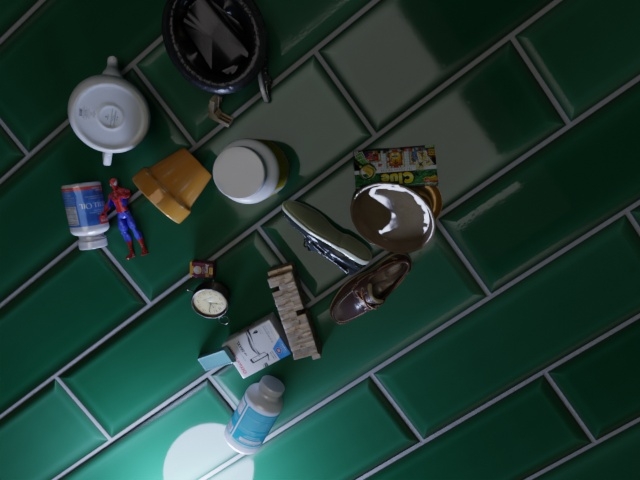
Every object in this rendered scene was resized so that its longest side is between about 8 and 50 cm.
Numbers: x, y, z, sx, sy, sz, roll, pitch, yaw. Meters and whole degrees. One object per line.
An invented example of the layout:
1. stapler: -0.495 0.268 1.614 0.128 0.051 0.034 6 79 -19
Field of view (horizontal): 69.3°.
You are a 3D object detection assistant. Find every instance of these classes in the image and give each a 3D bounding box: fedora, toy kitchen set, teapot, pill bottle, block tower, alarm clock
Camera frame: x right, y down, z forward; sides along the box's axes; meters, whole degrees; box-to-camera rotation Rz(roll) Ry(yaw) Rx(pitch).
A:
1. fedora: 0.300 -0.120 1.495 0.195 0.079 0.194 1 101 5
2. toy kitchen set: -0.312 -0.429 1.495 0.075 0.083 0.068 28 61 -1
3. teapot: -0.671 -0.404 1.476 0.256 0.187 0.252 -39 124 -5
4. pill bottle: -0.792 -0.085 1.574 0.124 0.124 0.221 -5 102 6
5. pill bottle: -0.227 0.615 1.654 0.146 0.146 0.264 29 103 -1
6. fedora: -0.307 -0.614 1.410 0.334 0.152 0.333 1 104 3
7. block tower: -0.088 0.248 1.597 0.097 0.091 0.335 -18 99 9
8. pill bottle: -0.204 -0.211 1.390 0.188 0.334 0.187 1 101 4
9. alarm clock: -0.374 0.221 1.625 0.130 0.064 0.192 -18 116 11

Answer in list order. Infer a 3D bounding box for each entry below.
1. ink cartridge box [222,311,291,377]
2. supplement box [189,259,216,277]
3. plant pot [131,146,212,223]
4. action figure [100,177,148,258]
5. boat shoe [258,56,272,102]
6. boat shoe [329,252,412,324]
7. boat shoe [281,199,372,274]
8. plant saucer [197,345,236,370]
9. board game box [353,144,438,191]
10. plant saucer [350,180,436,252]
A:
1. ink cartridge box: -0.219 0.370 1.635 0.203 0.086 0.148 -31 97 10
2. supplement box: -0.411 0.099 1.619 0.083 0.043 0.054 3 101 4
3. plant pot: -0.463 -0.191 1.499 0.188 0.205 0.205 -44 95 -4
4. action figure: -0.677 -0.073 1.565 0.092 0.139 0.280 -13 97 6
5. boat shoe: -0.175 -0.513 1.473 0.040 0.049 0.142 -10 98 6
6. boat shoe: 0.165 0.168 1.541 0.342 0.123 0.123 -38 96 11
7. boat shoe: 0.002 -0.002 1.527 0.340 0.127 0.113 31 125 -4
8. plant saucer: -0.373 0.424 1.646 0.192 0.018 0.067 -26 99 42
9. board game box: 0.237 -0.231 1.475 0.260 0.030 0.136 -4 75 6
10. plant saucer: 0.230 -0.076 1.464 0.278 0.041 0.277 17 137 17
